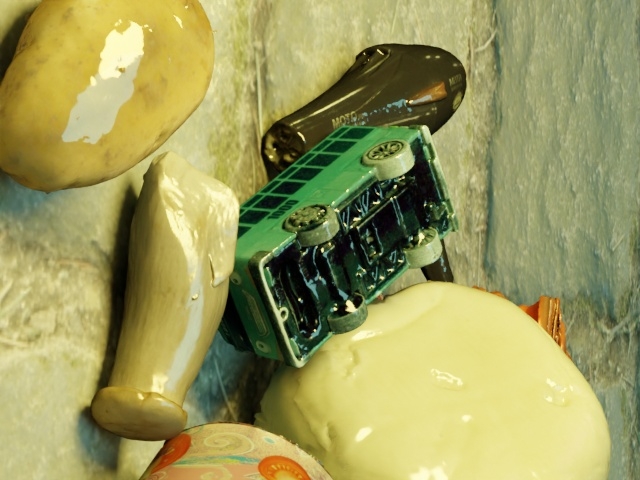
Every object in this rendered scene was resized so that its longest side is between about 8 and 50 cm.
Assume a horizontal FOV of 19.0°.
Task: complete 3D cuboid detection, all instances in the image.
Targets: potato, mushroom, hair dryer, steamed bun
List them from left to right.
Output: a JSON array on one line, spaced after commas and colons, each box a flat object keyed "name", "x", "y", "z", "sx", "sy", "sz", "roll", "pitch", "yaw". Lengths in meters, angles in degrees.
[{"name": "potato", "x": -0.178, "y": -0.126, "z": 1.537, "sx": 0.161, "sy": 0.128, "sz": 0.235, "roll": 43, "pitch": 56, "yaw": -36}, {"name": "mushroom", "x": -0.129, "y": 0.053, "z": 1.655, "sx": 0.108, "sy": 0.096, "sz": 0.247, "roll": 86, "pitch": 15, "yaw": -74}, {"name": "hair dryer", "x": 0.087, "y": -0.024, "z": 2.015, "sx": 0.303, "sy": 0.120, "sz": 0.359, "roll": -33, "pitch": 109, "yaw": -50}, {"name": "steamed bun", "x": 0.112, "y": 0.222, "z": 1.884, "sx": 0.333, "sy": 0.312, "sz": 0.233, "roll": -15, "pitch": 143, "yaw": -29}]

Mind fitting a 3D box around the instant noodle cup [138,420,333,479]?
[{"name": "instant noodle cup", "x": -0.093, "y": 0.295, "z": 1.586, "sx": 0.231, "sy": 0.243, "sz": 0.243, "roll": -61, "pitch": 142, "yaw": -54}]

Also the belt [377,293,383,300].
[{"name": "belt", "x": 0.058, "y": 0.121, "z": 2.058, "sx": 0.053, "sy": 0.071, "sz": 0.232, "roll": -59, "pitch": 138, "yaw": -34}]

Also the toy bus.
[{"name": "toy bus", "x": 0.000, "y": 0.000, "z": 1.801, "sx": 0.256, "sy": 0.147, "sz": 0.128, "roll": -39, "pitch": 121, "yaw": -36}]

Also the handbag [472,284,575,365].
[{"name": "handbag", "x": 0.235, "y": 0.236, "z": 2.250, "sx": 0.410, "sy": 0.116, "sz": 0.304, "roll": 56, "pitch": 41, "yaw": -71}]
